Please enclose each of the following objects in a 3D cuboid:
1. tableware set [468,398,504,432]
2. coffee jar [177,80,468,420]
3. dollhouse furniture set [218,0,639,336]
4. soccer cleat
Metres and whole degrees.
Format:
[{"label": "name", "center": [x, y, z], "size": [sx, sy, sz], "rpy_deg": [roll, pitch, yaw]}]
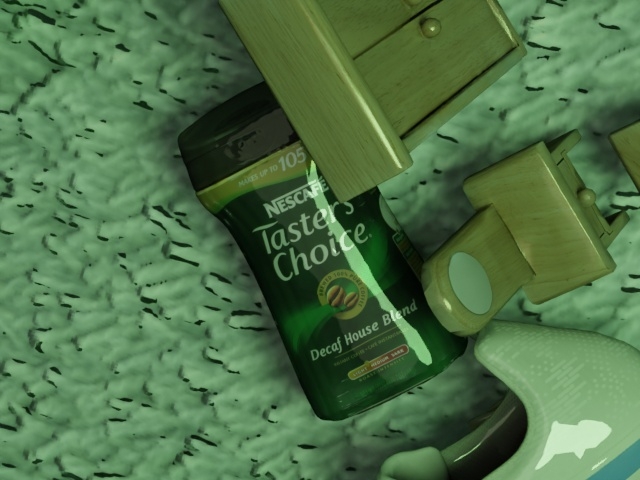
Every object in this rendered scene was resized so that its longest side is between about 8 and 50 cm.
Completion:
[{"label": "tableware set", "center": [0.166, 0.155, 1.028], "size": [0.141, 0.020, 0.168], "rpy_deg": [-11, 99, 9]}, {"label": "coffee jar", "center": [0.000, 0.000, 0.987], "size": [0.096, 0.079, 0.184], "rpy_deg": [-28, 96, 11]}, {"label": "dollhouse furniture set", "center": [0.153, -0.146, 0.826], "size": [0.356, 0.174, 0.303], "rpy_deg": [-26, 99, 36]}, {"label": "soccer cleat", "center": [0.075, 0.194, 0.975], "size": [0.143, 0.116, 0.331], "rpy_deg": [21, 99, -11]}]
